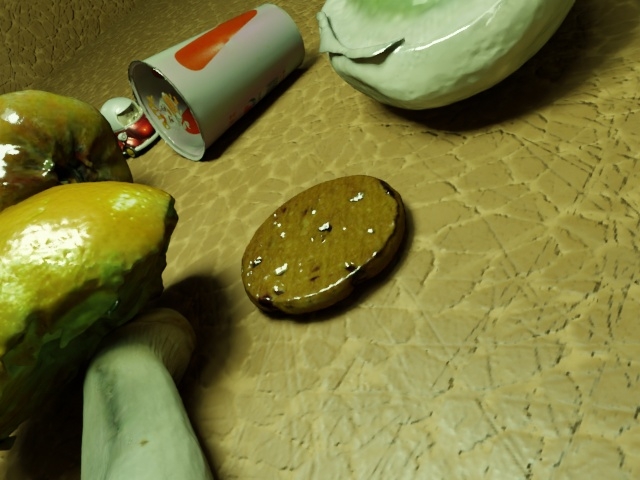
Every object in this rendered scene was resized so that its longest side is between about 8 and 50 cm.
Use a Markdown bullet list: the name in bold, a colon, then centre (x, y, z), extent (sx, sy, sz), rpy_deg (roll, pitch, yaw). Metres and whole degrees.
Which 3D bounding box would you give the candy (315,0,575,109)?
- **candy**: centre (0.177, -0.328, 0.800), extent (0.386, 0.186, 0.427), rpy_deg (-26, 36, 25)

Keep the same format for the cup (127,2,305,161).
- **cup**: centre (-0.175, -0.306, 1.073), extent (0.288, 0.203, 0.203), rpy_deg (-42, 35, -24)

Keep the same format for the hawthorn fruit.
- **hawthorn fruit**: centre (-0.475, -0.101, 0.978), extent (0.300, 0.268, 0.268), rpy_deg (-5, 42, 48)

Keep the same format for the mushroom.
- **mushroom**: centre (-0.164, 0.188, 0.491), extent (0.159, 0.122, 0.329), rpy_deg (-22, 34, 0)

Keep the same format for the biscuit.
- **biscuit**: centre (0.000, 0.000, 0.667), extent (0.212, 0.036, 0.212), rpy_deg (-21, 34, 15)

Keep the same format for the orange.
- **orange**: centre (-0.287, 0.062, 0.625), extent (0.334, 0.196, 0.262), rpy_deg (-42, 16, -2)

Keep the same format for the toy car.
- **toy car**: centre (-0.413, -0.246, 1.236), extent (0.139, 0.112, 0.112), rpy_deg (1, 47, 38)
